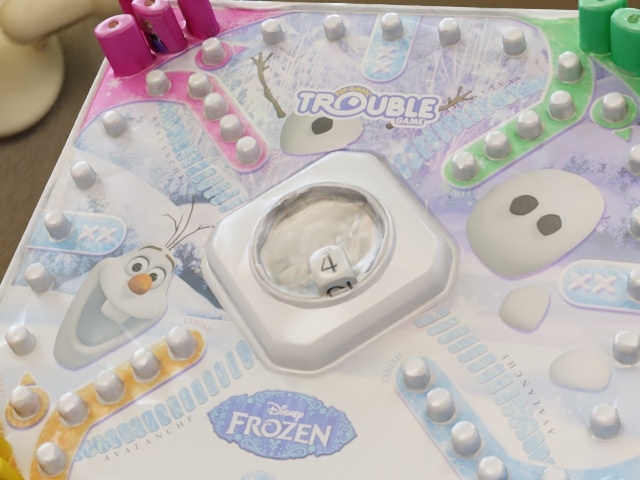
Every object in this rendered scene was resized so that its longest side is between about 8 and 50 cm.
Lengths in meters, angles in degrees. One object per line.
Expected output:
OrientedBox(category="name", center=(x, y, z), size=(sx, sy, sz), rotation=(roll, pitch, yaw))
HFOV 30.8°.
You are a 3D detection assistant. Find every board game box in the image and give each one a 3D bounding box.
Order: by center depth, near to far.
OrientedBox(category="board game box", center=(0.000, 0.000, 0.644), size=(0.390, 0.050, 0.390), rotation=(5, -122, 19))
